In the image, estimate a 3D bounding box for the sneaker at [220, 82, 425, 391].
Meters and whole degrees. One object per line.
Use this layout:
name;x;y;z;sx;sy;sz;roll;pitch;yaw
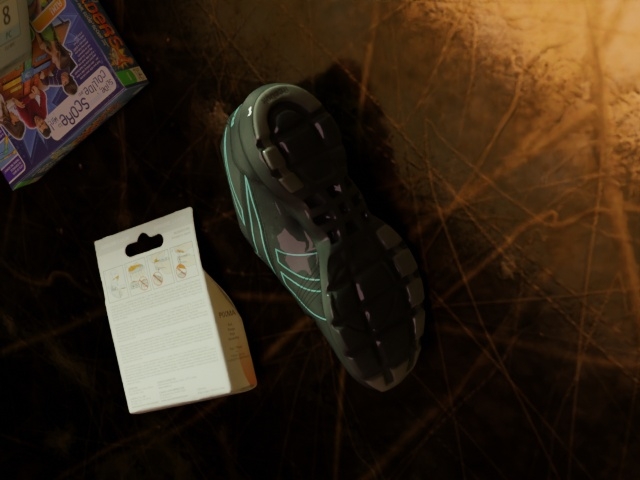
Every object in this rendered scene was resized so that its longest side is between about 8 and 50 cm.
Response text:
sneaker;0.000;0.000;0.811;0.106;0.101;0.267;-12;104;57

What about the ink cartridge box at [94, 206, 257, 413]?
ink cartridge box;-0.145;0.071;0.956;0.145;0.045;0.179;-17;81;36

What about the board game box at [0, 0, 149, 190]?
board game box;-0.267;-0.153;0.933;0.201;0.035;0.136;-30;91;36

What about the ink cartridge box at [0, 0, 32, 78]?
ink cartridge box;-0.412;-0.338;0.807;0.308;0.091;0.384;12;124;14
